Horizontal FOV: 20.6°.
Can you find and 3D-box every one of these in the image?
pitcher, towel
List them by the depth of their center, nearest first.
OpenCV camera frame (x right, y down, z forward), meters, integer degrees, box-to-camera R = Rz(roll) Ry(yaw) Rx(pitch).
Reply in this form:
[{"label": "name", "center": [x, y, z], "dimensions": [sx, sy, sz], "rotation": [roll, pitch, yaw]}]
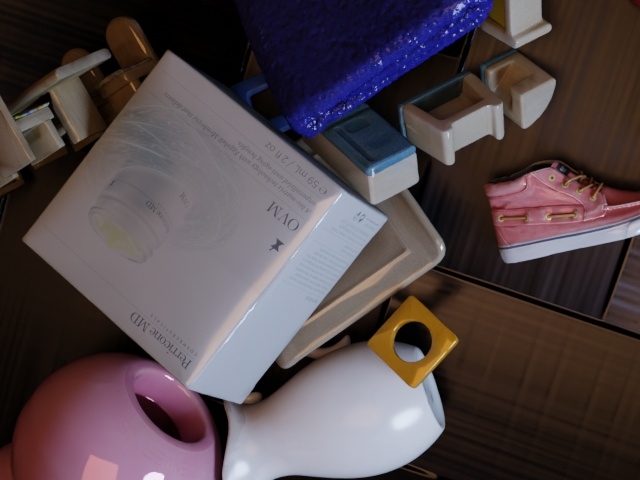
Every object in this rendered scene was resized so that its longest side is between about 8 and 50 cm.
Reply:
[{"label": "towel", "center": [0.015, -0.271, 1.567], "dimensions": [0.228, 0.076, 0.308], "rotation": [-34, 65, 27]}, {"label": "pitcher", "center": [0.002, 0.149, 1.690], "dimensions": [0.207, 0.125, 0.177], "rotation": [-18, 65, 11]}]

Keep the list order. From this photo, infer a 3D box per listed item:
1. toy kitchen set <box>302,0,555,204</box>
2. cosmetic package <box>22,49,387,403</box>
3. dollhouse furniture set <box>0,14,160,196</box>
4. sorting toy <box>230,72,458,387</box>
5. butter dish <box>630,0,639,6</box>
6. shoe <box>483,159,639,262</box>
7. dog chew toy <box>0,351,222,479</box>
[{"label": "toy kitchen set", "center": [0.091, -0.165, 1.574], "dimensions": [0.207, 0.122, 0.166], "rotation": [-27, 135, -20]}, {"label": "cosmetic package", "center": [-0.105, -0.010, 1.602], "dimensions": [0.224, 0.138, 0.224], "rotation": [39, 95, 22]}, {"label": "dollhouse furniture set", "center": [-0.304, -0.136, 1.653], "dimensions": [0.242, 0.212, 0.161], "rotation": [-27, 94, 40]}, {"label": "sorting toy", "center": [0.000, 0.000, 1.663], "dimensions": [0.196, 0.047, 0.347], "rotation": [-36, 70, 9]}, {"label": "butter dish", "center": [0.336, -0.285, 1.536], "dimensions": [0.118, 0.160, 0.160], "rotation": [-4, 100, -11]}, {"label": "shoe", "center": [0.241, -0.039, 1.627], "dimensions": [0.178, 0.063, 0.081], "rotation": [-14, 100, 17]}, {"label": "dog chew toy", "center": [-0.249, 0.261, 1.721], "dimensions": [0.206, 0.206, 0.332], "rotation": [46, 114, 1]}]
